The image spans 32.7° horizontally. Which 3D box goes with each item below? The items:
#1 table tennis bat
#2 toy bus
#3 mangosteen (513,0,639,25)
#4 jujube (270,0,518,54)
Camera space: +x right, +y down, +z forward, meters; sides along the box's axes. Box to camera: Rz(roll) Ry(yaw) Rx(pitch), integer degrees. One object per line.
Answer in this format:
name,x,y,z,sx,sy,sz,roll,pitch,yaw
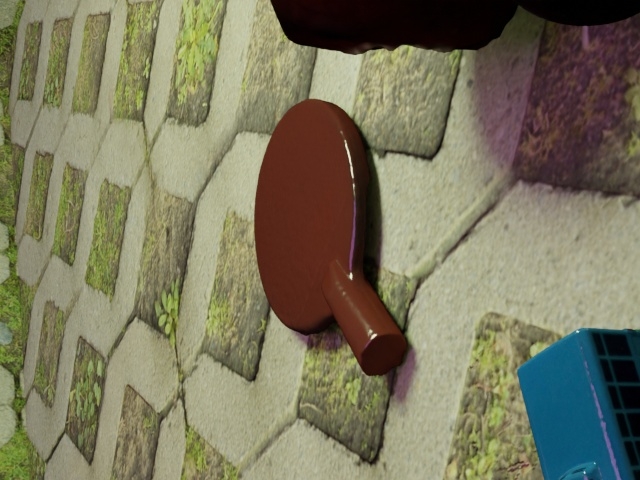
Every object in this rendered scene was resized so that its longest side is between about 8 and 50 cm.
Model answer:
table tennis bat,0.000,0.000,1.252,0.414,0.051,0.268,-119,42,-50
toy bus,0.208,0.158,0.748,0.090,0.106,0.184,-46,46,48
mangosteen,0.213,-0.238,0.750,0.230,0.194,0.194,28,113,34
jujube,0.083,-0.325,0.914,0.258,0.258,0.376,52,128,53
